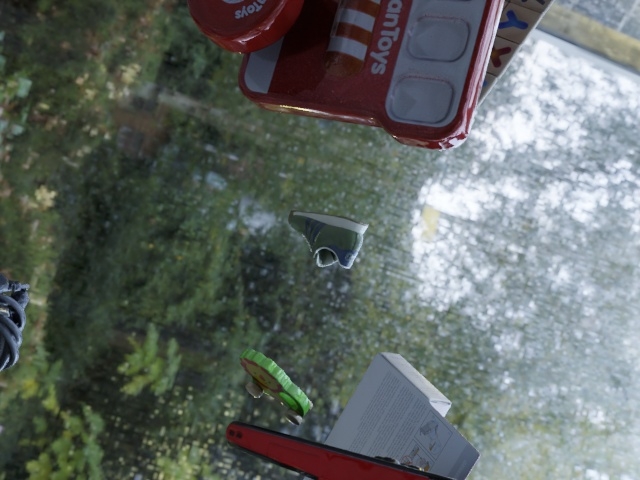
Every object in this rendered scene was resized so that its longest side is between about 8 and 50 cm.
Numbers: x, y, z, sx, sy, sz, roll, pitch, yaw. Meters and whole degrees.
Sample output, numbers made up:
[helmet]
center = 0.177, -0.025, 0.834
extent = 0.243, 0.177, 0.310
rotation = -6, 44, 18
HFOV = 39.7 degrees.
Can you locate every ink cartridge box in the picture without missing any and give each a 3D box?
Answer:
[ink cartridge box]
center = 0.113, 0.370, 1.402
extent = 0.261, 0.066, 0.296
rotation = 42, -71, 43

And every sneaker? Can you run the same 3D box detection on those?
[sneaker]
center = 0.000, 0.000, 1.488
extent = 0.192, 0.064, 0.086
rotation = 10, -95, 53

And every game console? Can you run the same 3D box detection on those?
[game console]
center = 0.113, 0.308, 1.104
extent = 0.342, 0.386, 0.060
rotation = 12, -105, 35

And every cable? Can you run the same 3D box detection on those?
[cable]
center = -0.351, 0.070, 0.763
extent = 0.150, 0.185, 0.047
rotation = -59, -144, 33

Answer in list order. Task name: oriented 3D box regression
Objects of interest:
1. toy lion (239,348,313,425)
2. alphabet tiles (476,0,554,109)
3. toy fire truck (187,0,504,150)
[toy lion]
center = -0.057, 0.174, 1.088
extent = 0.034, 0.100, 0.096
rotation = -50, 162, -25
[alphabet tiles]
center = 0.147, -0.264, 0.921
extent = 0.198, 0.009, 0.237
rotation = 31, -98, 33
[toy fire truck]
center = 0.048, -0.238, 0.782
extent = 0.169, 0.254, 0.302
rotation = 37, 69, -65
